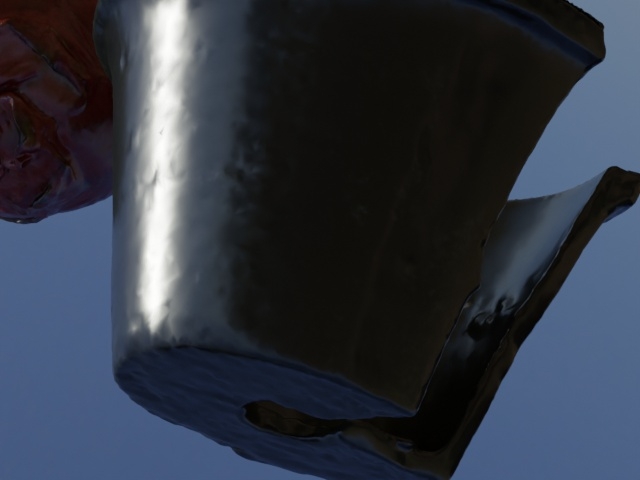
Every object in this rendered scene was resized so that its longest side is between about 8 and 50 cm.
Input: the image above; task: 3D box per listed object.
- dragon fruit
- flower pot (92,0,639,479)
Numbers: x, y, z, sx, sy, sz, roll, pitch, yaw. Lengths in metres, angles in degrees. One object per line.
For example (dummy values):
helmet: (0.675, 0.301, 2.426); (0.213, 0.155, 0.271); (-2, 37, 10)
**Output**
dragon fruit: (-0.218, -0.134, 1.472); (0.241, 0.241, 0.252); (27, -153, -34)
flower pot: (0.000, 0.000, 1.244); (0.379, 0.251, 0.379); (14, 159, 5)
